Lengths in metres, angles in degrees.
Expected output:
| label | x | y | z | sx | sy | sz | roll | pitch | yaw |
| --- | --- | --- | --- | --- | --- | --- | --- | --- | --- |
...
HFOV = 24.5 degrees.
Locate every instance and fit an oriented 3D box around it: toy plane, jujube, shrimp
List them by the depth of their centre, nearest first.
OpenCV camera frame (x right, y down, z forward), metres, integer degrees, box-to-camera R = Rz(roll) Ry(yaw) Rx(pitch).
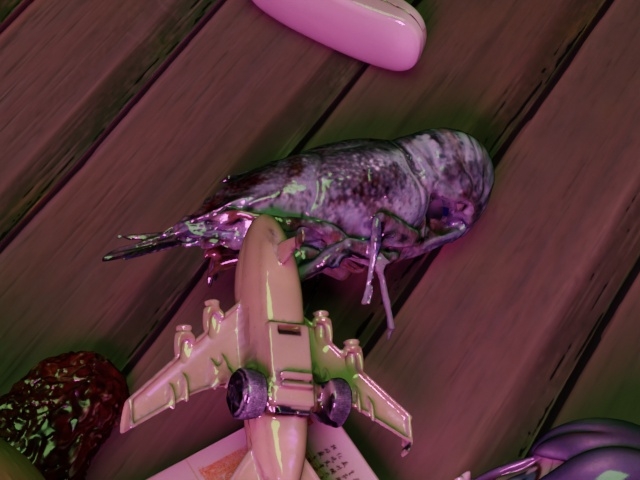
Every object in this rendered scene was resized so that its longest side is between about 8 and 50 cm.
| label | x | y | z | sx | sy | sz | roll | pitch | yaw |
| --- | --- | --- | --- | --- | --- | --- | --- | --- | --- |
| toy plane | -0.037 | 0.099 | 1.150 | 0.242 | 0.104 | 0.256 | 7 | 76 | -24 |
| jujube | -0.227 | 0.153 | 1.199 | 0.104 | 0.104 | 0.166 | 25 | 54 | 13 |
| shrimp | 0.002 | -0.001 | 1.281 | 0.372 | 0.137 | 0.172 | -23 | 43 | -19 |

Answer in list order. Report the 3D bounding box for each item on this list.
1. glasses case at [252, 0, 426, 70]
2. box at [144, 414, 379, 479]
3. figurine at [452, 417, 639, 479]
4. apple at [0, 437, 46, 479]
| label | x | y | z | sx | sy | sz | roll | pitch | yaw |
| --- | --- | --- | --- | --- | --- | --- | --- | --- | --- |
| glasses case | 0.013 | -0.234 | 1.480 | 0.204 | 0.081 | 0.051 | 28 | 57 | 13 |
| box | -0.053 | 0.226 | 1.180 | 0.201 | 0.058 | 0.141 | -25 | 61 | -19 |
| figurine | 0.159 | 0.237 | 1.091 | 0.197 | 0.265 | 0.175 | 10 | 60 | -45 |
| apple | -0.337 | 0.259 | 0.989 | 0.357 | 0.357 | 0.357 | 1 | 56 | -2 |
